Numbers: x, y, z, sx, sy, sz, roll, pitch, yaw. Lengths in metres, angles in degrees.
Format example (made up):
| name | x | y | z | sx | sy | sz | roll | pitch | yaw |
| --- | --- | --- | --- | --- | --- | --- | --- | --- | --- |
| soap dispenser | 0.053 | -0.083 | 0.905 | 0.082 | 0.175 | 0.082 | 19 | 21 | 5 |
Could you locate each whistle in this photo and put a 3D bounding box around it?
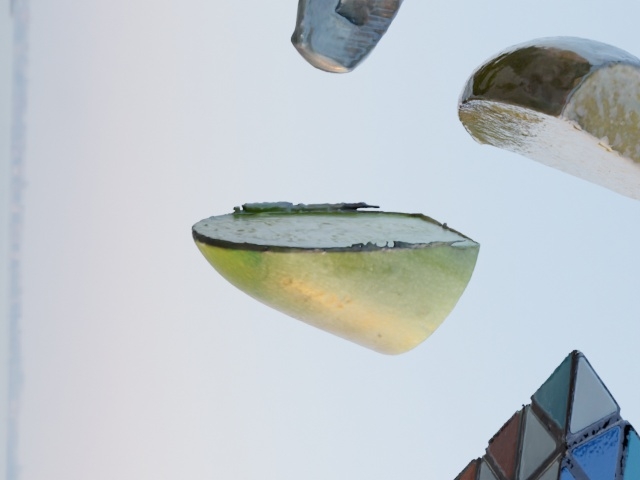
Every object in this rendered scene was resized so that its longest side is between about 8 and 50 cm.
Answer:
| name | x | y | z | sx | sy | sz | roll | pitch | yaw |
| --- | --- | --- | --- | --- | --- | --- | --- | --- | --- |
| whistle | 0.070 | -0.330 | 1.266 | 0.189 | 0.189 | 0.347 | 140 | -30 | -72 |

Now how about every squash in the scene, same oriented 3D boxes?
| name | x | y | z | sx | sy | sz | roll | pitch | yaw |
| --- | --- | --- | --- | --- | --- | --- | --- | --- | --- |
| squash | 0.000 | 0.000 | 1.579 | 0.210 | 0.309 | 0.233 | -58 | -155 | 3 |

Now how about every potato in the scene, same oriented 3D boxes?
| name | x | y | z | sx | sy | sz | roll | pitch | yaw |
| --- | --- | --- | --- | --- | --- | --- | --- | --- | --- |
| potato | 0.248 | -0.123 | 1.115 | 0.112 | 0.269 | 0.255 | -68 | 157 | -2 |

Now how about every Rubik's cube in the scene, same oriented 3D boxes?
| name | x | y | z | sx | sy | sz | roll | pitch | yaw |
| --- | --- | --- | --- | --- | --- | --- | --- | --- | --- |
| Rubik's cube | 0.249 | 0.315 | 1.179 | 0.284 | 0.250 | 0.234 | -52 | -171 | 42 |
